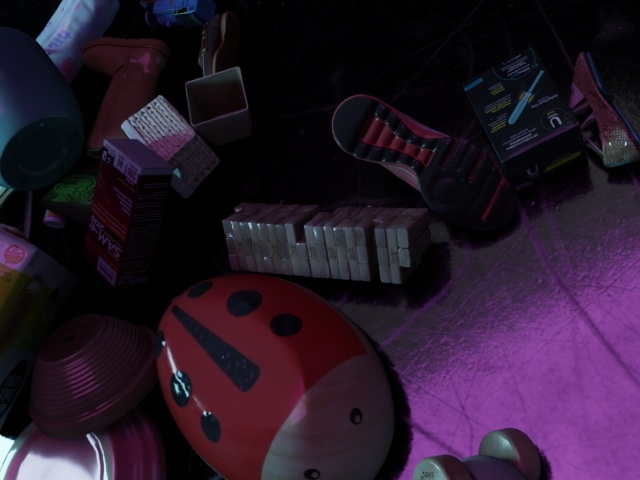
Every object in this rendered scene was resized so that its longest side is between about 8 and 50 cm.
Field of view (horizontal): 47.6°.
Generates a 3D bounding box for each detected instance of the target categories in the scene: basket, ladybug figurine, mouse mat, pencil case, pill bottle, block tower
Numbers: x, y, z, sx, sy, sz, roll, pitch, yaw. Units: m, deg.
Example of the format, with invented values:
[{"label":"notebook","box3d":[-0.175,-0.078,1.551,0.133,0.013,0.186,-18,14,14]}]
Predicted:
[{"label":"basket","box3d":[-0.283,-0.182,1.389,0.103,0.113,0.167,-41,56,-1]},{"label":"ladybug figurine","box3d":[-0.097,0.198,1.077,0.449,0.162,0.305,29,82,34]},{"label":"mouse mat","box3d":[-0.463,-0.100,1.468,0.189,0.007,0.153,18,57,29]},{"label":"pencil case","box3d":[-0.580,-0.477,1.674,0.113,0.124,0.273,25,78,34]},{"label":"pill bottle","box3d":[-0.543,-0.070,1.504,0.043,0.043,0.083,-5,64,25]},{"label":"block tower","box3d":[0.000,0.000,1.146,0.335,0.091,0.097,4,24,29]}]

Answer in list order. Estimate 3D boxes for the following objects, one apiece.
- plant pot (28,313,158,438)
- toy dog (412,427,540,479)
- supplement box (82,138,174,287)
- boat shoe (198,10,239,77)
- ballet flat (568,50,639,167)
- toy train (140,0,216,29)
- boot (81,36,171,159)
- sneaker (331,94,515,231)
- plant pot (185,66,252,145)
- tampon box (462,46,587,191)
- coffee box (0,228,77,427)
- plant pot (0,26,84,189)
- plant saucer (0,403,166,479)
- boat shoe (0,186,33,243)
[{"label":"plant pot","box3d":[-0.386,0.199,1.192,0.237,0.110,0.237,-18,30,11]},{"label":"toy dog","box3d":[0.228,0.371,0.824,0.220,0.161,0.334,4,28,-11]},{"label":"supplement box","box3d":[-0.351,-0.050,1.312,0.130,0.073,0.240,35,118,35]},{"label":"boat shoe","box3d":[-0.211,-0.372,1.471,0.073,0.073,0.207,-12,54,23]},{"label":"ballet flat","box3d":[0.406,-0.193,1.074,0.067,0.073,0.206,-32,51,27]},{"label":"toy train","box3d":[-0.311,-0.516,1.587,0.184,0.080,0.105,2,73,27]},{"label":"boot","box3d":[-0.449,-0.300,1.544,0.236,0.089,0.270,2,68,28]},{"label":"sneaker","box3d":[0.173,-0.131,1.135,0.313,0.136,0.116,35,108,13]},{"label":"plant pot","box3d":[-0.182,-0.243,1.367,0.108,0.096,0.109,-16,60,4]},{"label":"tampon box","box3d":[0.306,-0.181,1.094,0.120,0.101,0.161,-26,58,14]},{"label":"coffee box","box3d":[-0.668,0.121,1.226,0.338,0.337,0.335,24,76,-1]},{"label":"plant pot","box3d":[-0.621,-0.242,1.472,0.293,0.293,0.235,-46,68,0]},{"label":"plant saucer","box3d":[-0.410,0.403,1.183,0.332,0.084,0.332,-12,61,22]},{"label":"boat shoe","box3d":[-0.662,0.001,1.489,0.103,0.113,0.303,-21,57,23]}]
